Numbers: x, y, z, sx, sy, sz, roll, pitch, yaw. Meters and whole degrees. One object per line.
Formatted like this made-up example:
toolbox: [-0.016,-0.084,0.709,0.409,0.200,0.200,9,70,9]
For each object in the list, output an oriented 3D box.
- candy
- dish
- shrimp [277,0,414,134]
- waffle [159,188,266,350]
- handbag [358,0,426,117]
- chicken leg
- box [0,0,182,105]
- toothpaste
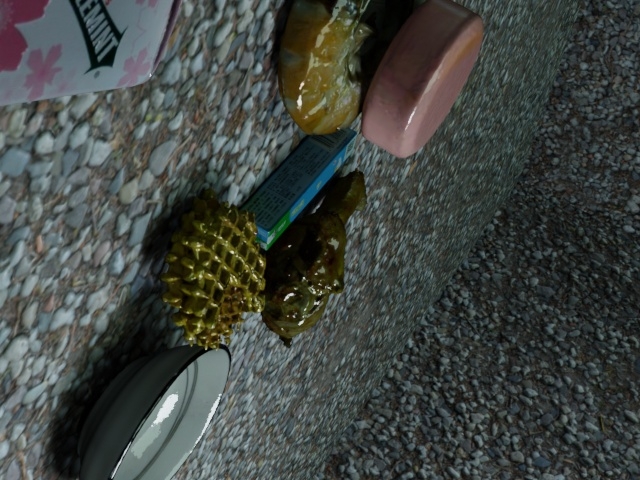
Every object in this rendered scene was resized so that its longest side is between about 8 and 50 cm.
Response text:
candy: [0.154,-0.242,1.448,0.255,0.094,0.255,-56,168,-18]
dish: [-0.257,0.260,1.372,0.316,0.106,0.316,-54,164,-23]
shrimp: [0.069,-0.354,1.329,0.272,0.085,0.445,-14,125,-50]
waffle: [-0.137,0.044,1.301,0.193,0.070,0.197,-56,138,-47]
handbag: [0.068,-0.298,1.522,0.219,0.079,0.256,-28,145,-37]
chicken leg: [-0.006,-0.003,1.669,0.361,0.140,0.211,-65,-173,-27]
box: [-0.240,-0.190,0.689,0.369,0.112,0.190,-32,145,-61]
toothpaste: [-0.036,-0.096,1.534,0.267,0.065,0.050,-51,164,-35]
